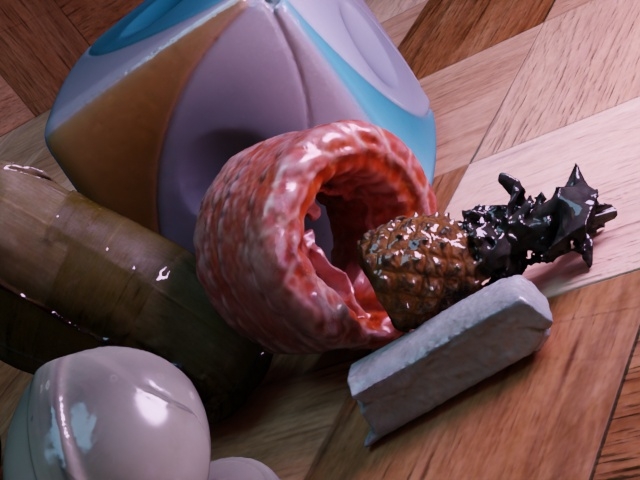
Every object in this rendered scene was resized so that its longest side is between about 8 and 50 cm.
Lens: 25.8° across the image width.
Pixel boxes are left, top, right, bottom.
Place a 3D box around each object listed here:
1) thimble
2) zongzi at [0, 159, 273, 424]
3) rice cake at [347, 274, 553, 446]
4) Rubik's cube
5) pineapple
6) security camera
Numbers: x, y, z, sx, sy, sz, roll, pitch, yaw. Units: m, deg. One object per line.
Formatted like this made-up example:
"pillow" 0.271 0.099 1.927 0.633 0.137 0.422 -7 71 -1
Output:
"thimble" 0.000 0.000 1.399 0.162 0.239 0.239 -10 34 51
"zongzi" -0.238 0.117 1.576 0.174 0.356 0.393 -57 -7 -31
"rice cake" 0.111 0.101 1.232 0.206 0.063 0.069 -31 19 19
"Rubik's cube" -0.085 -0.144 1.686 0.347 0.352 0.351 -31 19 18
"pineapple" 0.157 0.004 1.286 0.237 0.119 0.111 -22 -25 -2
"security camera" -0.126 0.205 1.059 0.197 0.277 0.191 -30 31 17
